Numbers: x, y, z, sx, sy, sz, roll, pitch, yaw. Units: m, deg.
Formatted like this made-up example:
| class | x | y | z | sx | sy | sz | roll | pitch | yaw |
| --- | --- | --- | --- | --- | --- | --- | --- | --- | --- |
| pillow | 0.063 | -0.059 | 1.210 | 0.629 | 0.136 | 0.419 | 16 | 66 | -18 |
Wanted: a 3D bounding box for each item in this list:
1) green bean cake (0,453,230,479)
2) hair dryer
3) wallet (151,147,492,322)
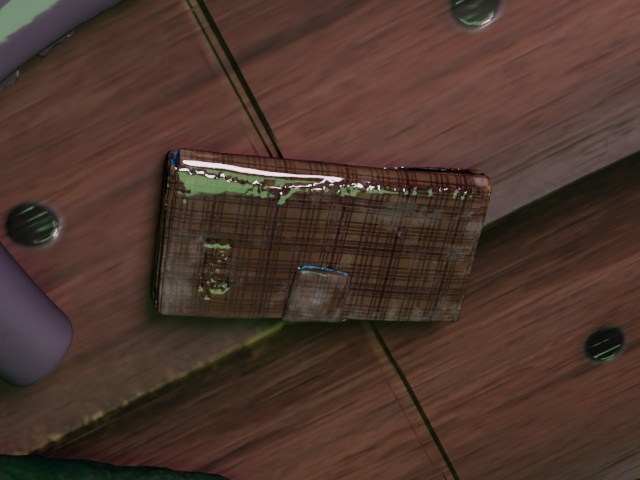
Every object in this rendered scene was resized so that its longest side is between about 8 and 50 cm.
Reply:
| class | x | y | z | sx | sy | sz | roll | pitch | yaw |
| --- | --- | --- | --- | --- | --- | --- | --- | --- | --- |
| green bean cake | -0.178 | 0.301 | 0.841 | 0.307 | 0.300 | 0.169 | 12 | 118 | -21 |
| hair dryer | -0.168 | -0.083 | 0.730 | 0.361 | 0.121 | 0.301 | -37 | 132 | 4 |
| wallet | 0.000 | 0.000 | 0.850 | 0.230 | 0.042 | 0.124 | 2 | 118 | -17 |
